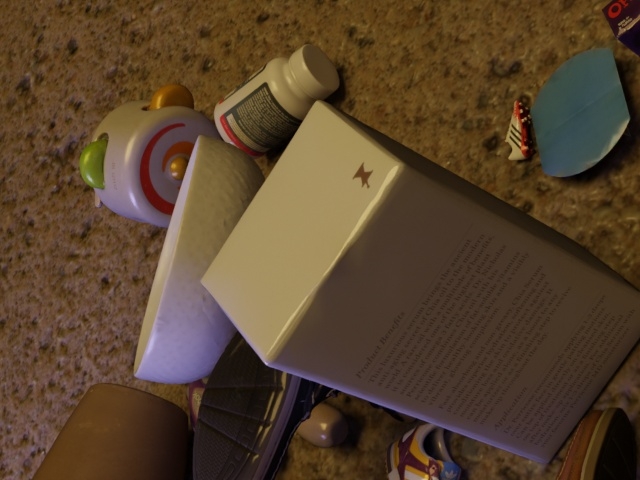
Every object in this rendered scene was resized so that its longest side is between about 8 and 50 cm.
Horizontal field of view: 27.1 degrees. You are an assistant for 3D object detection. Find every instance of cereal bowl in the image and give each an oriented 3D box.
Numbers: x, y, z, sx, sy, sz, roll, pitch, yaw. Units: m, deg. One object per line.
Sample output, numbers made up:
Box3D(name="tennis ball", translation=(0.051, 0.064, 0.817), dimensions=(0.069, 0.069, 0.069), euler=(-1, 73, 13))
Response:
Box3D(name="cereal bowl", translation=(-0.142, 0.037, 1.787), dimensions=(0.339, 0.141, 0.339), euler=(-164, 90, -81))

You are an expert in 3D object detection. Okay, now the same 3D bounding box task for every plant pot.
Box3D(name="plant pot", translation=(-0.286, 0.332, 1.867), dimensions=(0.263, 0.263, 0.229), euler=(-5, 60, 45))

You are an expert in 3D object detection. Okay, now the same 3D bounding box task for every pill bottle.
Box3D(name="pill bottle", translation=(-0.063, -0.210, 1.990), dimensions=(0.180, 0.108, 0.108), euler=(-33, 50, 31))

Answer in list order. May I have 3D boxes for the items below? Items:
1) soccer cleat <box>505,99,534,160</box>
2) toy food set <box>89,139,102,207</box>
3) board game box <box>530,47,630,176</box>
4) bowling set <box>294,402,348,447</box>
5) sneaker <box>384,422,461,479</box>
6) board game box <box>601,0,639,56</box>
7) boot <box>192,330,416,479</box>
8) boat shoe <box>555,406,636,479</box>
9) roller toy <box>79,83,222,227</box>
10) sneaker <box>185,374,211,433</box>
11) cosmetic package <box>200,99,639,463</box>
Box3D(name="soccer cleat", translation=(0.249, -0.139, 1.690), dimensions=(0.035, 0.029, 0.083), euler=(-21, 62, 34))
Box3D(name="toy food set", translation=(-0.347, -0.143, 2.281), dimensions=(0.218, 0.071, 0.128), euler=(-21, 58, 39))
Box3D(name="board game box", translation=(0.322, -0.149, 1.617), dimensions=(0.133, 0.033, 0.169), euler=(-37, 43, 36))
Box3D(name="bowling set", translation=(-0.026, 0.106, 1.729), dimensions=(0.154, 0.200, 0.287), euler=(15, 75, 48))
Box3D(name="sneaker", translation=(0.131, 0.303, 1.571), dimensions=(0.084, 0.069, 0.185), euler=(-41, 47, 33))
Box3D(name="board game box", translation=(0.448, -0.198, 1.269), dimensions=(0.208, 0.347, 0.056), euler=(-37, 47, 28))
Box3D(name="boot", translation=(0.018, 0.165, 1.590), dimensions=(0.138, 0.284, 0.377), euler=(5, 74, 46))
Box3D(name="boat shoe", translation=(0.246, 0.303, 1.367), dimensions=(0.104, 0.111, 0.307), euler=(-7, 44, 36))
Box3D(name="roller toy", translation=(-0.250, -0.122, 2.080), dimensions=(0.146, 0.191, 0.209), euler=(15, 59, 50))
Box3D(name="sneaker", translation=(-0.132, 0.252, 1.861), dimensions=(0.104, 0.095, 0.236), euler=(-56, 37, 21))
Box3D(name="cosmetic package", translation=(0.128, 0.058, 1.399), dimensions=(0.230, 0.453, 0.161), euler=(-56, 42, 10))
